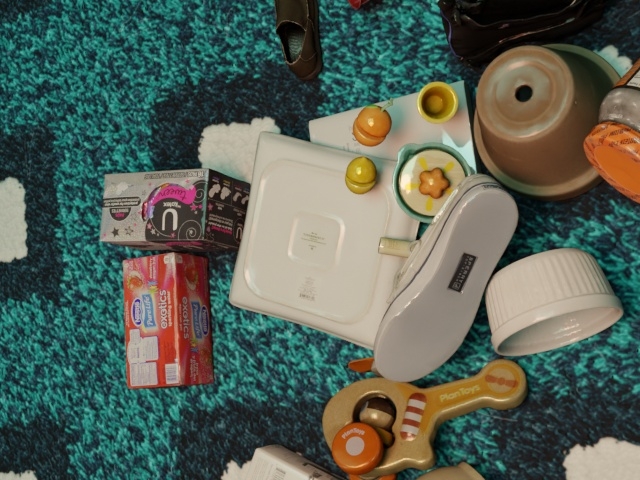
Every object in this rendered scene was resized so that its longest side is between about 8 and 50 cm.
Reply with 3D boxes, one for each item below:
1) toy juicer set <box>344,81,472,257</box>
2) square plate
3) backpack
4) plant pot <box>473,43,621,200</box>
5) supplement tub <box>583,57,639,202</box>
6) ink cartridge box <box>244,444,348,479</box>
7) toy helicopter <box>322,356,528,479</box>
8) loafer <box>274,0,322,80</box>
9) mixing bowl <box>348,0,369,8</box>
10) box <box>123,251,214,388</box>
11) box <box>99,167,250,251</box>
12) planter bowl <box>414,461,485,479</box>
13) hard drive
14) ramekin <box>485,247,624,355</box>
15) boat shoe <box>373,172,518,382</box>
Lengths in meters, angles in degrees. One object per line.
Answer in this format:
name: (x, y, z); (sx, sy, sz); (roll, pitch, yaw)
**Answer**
toy juicer set: (0.151, -0.088, 1.540); (0.209, 0.089, 0.329); (-12, 96, 1)
square plate: (0.000, 0.000, 1.674); (0.347, 0.049, 0.344); (15, 99, 23)
backpack: (0.327, -0.420, 1.497); (0.263, 0.276, 0.213); (-4, 83, 13)
plant pot: (0.348, -0.207, 1.463); (0.263, 0.229, 0.263); (-3, 83, 27)
supplement tub: (0.546, -0.211, 1.341); (0.193, 0.193, 0.316); (41, 84, 24)
ink cartridge box: (-0.032, 0.484, 1.644); (0.218, 0.092, 0.158); (22, 94, 28)
toy helicopter: (0.173, 0.270, 1.555); (0.355, 0.140, 0.235); (-19, 52, 7)
loafer: (-0.048, -0.421, 1.765); (0.080, 0.078, 0.220); (-19, 76, 23)
mixing bowl: (0.086, -0.526, 1.679); (0.098, 0.181, 0.181); (-18, 74, -6)
box: (-0.297, 0.159, 1.795); (0.128, 0.122, 0.257); (-9, 80, 25)
box: (-0.284, -0.053, 1.790); (0.247, 0.163, 0.142); (-2, 82, 26)
planter bowl: (0.227, 0.433, 1.500); (0.109, 0.162, 0.162); (-39, 66, -13)
hard drive: (0.132, -0.154, 1.666); (0.307, 0.040, 0.203); (-11, 79, 24)
ramekin: (0.358, 0.095, 1.441); (0.207, 0.207, 0.109); (-24, 65, 22)
boat shoe: (0.185, 0.050, 1.486); (0.136, 0.156, 0.367); (19, 111, -12)
